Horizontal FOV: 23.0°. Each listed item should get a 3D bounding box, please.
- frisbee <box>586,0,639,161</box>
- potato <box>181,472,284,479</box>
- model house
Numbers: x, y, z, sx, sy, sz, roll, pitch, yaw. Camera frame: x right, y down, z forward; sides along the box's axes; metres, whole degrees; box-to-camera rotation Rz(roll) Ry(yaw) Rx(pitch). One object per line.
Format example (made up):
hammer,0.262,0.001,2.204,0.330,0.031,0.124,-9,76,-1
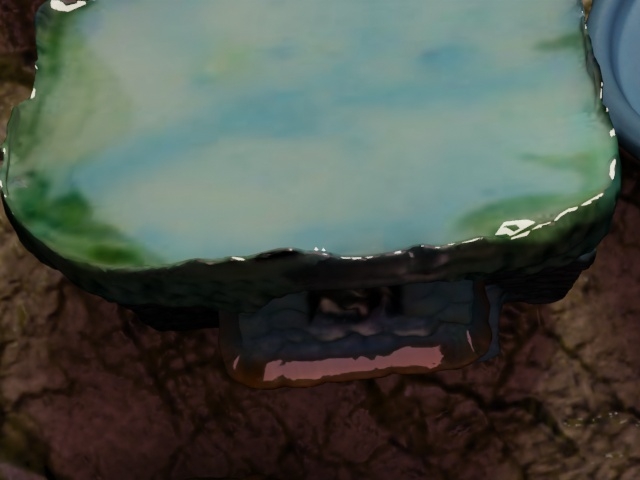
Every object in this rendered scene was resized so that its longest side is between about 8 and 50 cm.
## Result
frisbee,0.273,-0.118,0.790,0.289,0.289,0.049,-36,127,-4
potato,-0.008,0.228,0.791,0.300,0.196,0.246,19,111,-33
model house,0.000,0.000,0.772,0.261,0.241,0.226,-4,48,2
